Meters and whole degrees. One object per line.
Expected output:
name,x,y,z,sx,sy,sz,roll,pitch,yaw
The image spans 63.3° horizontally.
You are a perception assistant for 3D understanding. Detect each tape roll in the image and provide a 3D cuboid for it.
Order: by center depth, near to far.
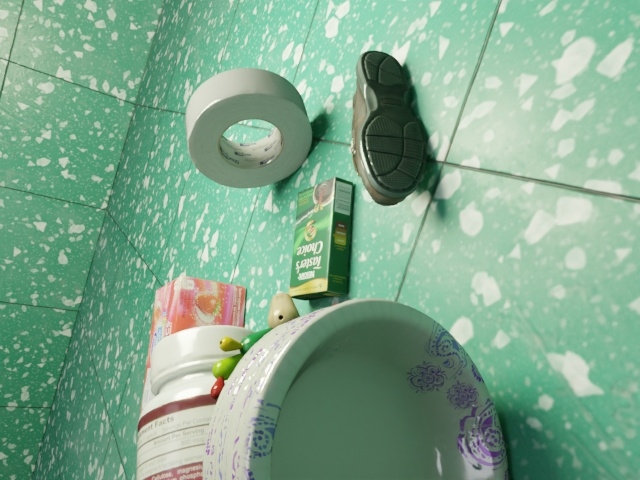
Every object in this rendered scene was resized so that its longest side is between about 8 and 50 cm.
tape roll,-0.127,-0.193,0.926,0.219,0.219,0.072,-48,43,36

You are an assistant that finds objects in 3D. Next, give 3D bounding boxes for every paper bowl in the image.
paper bowl,0.029,0.205,0.487,0.148,0.284,0.284,-29,55,53

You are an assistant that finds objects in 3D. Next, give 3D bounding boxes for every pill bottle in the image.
pill bottle,-0.156,0.342,0.767,0.224,0.224,0.392,-44,44,39

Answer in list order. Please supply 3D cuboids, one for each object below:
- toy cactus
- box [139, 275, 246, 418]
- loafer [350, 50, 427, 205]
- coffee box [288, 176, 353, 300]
toy cactus,-0.056,0.135,0.748,0.219,0.112,0.180,-27,30,6
box,-0.251,0.237,1.020,0.154,0.142,0.299,-26,57,50
loafer,0.086,-0.150,0.730,0.084,0.096,0.267,117,157,-55
coffee box,0.000,0.000,0.827,0.113,0.041,0.184,-14,67,54
